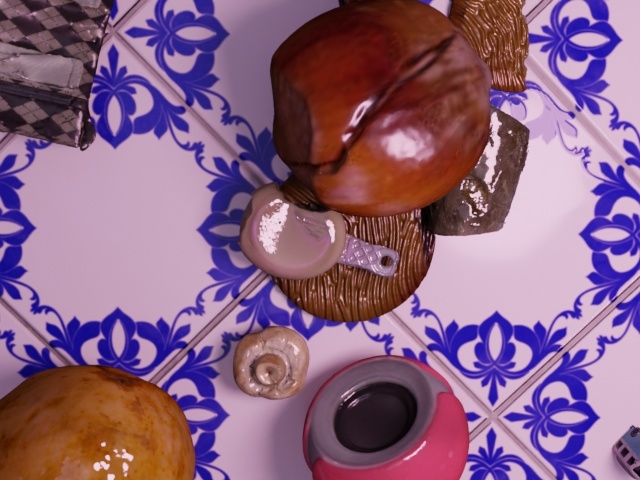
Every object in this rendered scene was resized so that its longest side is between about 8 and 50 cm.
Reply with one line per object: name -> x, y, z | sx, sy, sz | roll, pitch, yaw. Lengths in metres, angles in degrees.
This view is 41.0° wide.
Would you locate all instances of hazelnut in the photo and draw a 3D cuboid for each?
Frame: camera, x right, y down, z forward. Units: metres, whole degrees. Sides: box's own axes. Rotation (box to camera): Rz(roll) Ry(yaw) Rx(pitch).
hazelnut -> 0.091, -0.211, 1.375 | 0.372, 0.315, 0.372 | 1, 94, 11

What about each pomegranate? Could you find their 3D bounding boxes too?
pomegranate -> -0.403, 0.414, 1.435 | 0.410, 0.410, 0.410 | 0, 98, -1

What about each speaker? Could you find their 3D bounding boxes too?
speaker -> 0.116, 0.349, 1.489 | 0.294, 0.294, 0.294 | 0, 98, -1

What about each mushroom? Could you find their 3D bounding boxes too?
mushroom -> -0.089, 0.223, 1.556 | 0.148, 0.112, 0.148 | 1, 102, 6

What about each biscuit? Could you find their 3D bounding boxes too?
biscuit -> 0.317, -0.373, 1.523 | 0.176, 0.031, 0.228 | -39, 96, 5
biscuit -> 0.052, -0.003, 1.564 | 0.318, 0.040, 0.317 | 0, 97, 0

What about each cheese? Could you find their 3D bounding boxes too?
cheese -> 0.000, 0.000, 1.506 | 0.286, 0.082, 0.163 | 14, 97, -5

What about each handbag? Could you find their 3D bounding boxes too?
handbag -> -0.495, -0.372, 1.447 | 0.317, 0.180, 0.416 | 15, 96, -15

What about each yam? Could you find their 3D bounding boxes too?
yam -> 0.279, -0.127, 1.499 | 0.154, 0.154, 0.254 | 10, 97, -2

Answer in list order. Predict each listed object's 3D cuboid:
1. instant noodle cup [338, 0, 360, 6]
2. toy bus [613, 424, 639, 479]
instant noodle cup -> 0.093, -0.428, 1.459 | 0.127, 0.135, 0.127 | 0, 97, 0
toy bus -> 0.594, 0.403, 1.587 | 0.060, 0.123, 0.075 | 44, 98, -6
